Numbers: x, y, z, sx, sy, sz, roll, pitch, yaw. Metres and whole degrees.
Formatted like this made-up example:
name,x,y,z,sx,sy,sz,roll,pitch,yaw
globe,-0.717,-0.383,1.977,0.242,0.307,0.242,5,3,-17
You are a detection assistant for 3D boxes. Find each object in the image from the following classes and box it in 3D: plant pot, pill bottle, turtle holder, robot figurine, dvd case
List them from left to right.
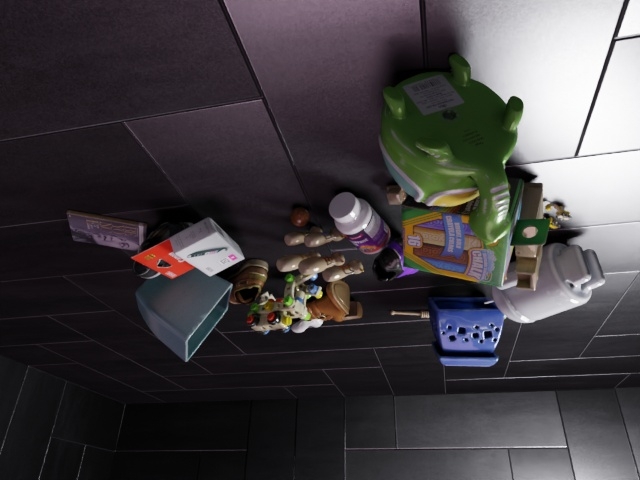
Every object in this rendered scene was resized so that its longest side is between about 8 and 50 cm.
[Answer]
name,x,y,z,sx,sy,sz,roll,pitch,yaw
dvd case,-0.644,-0.024,1.494,0.222,0.018,0.164,10,148,-14
plant pot,-0.483,0.216,1.677,0.252,0.247,0.247,33,148,4
pill bottle,0.105,-0.049,1.331,0.108,0.108,0.193,-16,145,27
turtle holder,0.259,-0.168,0.936,0.320,0.243,0.227,33,155,20
plant pot,0.515,0.326,1.763,0.236,0.212,0.236,0,-177,5
robot figurine,0.686,0.137,1.532,0.300,0.199,0.353,16,147,-27

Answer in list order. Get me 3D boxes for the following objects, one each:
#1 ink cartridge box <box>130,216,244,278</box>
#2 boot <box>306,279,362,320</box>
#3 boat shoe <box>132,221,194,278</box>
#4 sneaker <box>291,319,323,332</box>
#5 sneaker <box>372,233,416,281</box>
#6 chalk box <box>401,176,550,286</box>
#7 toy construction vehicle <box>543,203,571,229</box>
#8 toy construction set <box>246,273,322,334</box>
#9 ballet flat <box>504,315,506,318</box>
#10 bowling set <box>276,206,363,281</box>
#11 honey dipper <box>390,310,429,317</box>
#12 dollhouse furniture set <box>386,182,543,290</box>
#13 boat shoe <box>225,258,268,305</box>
name,x,y,z,sx,sy,sz,roll,pitch,yaw
ink cartridge box,-0.373,0.050,1.423,0.239,0.060,0.275,-28,162,-1
boot,0.014,0.235,1.845,0.220,0.108,0.283,-7,156,21
boat shoe,-0.496,0.026,1.471,0.303,0.114,0.091,-36,155,31
sneaker,-0.067,0.346,2.074,0.152,0.053,0.061,-24,133,26
sneaker,0.216,0.062,1.424,0.146,0.102,0.293,-37,163,2
chalk box,0.345,-0.030,1.085,0.289,0.180,0.179,13,132,24
toy construction vehicle,0.640,-0.068,1.356,0.098,0.035,0.086,15,158,-17
toy construction set,-0.145,0.223,1.729,0.151,0.215,0.328,34,143,-24
ballet flat,0.647,0.304,1.967,0.213,0.072,0.068,-22,170,35
bowling set,0.000,0.000,1.390,0.154,0.199,0.287,-13,-164,-38
honey dipper,0.365,0.298,1.988,0.161,0.030,0.030,2,150,3
dollhouse furniture set,0.390,-0.047,1.299,0.356,0.173,0.303,4,128,30
boat shoe,-0.276,0.173,1.728,0.111,0.104,0.307,13,148,-18
